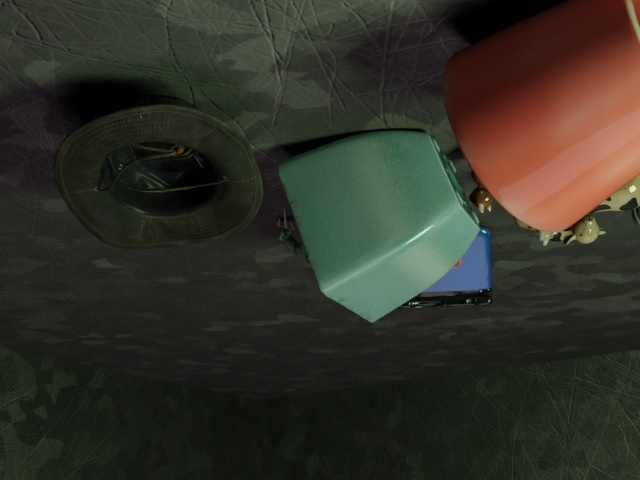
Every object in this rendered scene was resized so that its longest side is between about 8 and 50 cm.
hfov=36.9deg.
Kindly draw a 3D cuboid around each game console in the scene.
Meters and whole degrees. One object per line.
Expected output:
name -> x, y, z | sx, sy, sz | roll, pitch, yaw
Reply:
game console -> 0.231, 0.063, 2.133 | 0.293, 0.173, 0.250 | -2, 178, 8

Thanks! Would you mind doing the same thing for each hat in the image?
hat -> -0.244, -0.126, 1.456 | 0.331, 0.134, 0.331 | -5, 144, -4

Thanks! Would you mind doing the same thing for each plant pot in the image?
plant pot -> 0.332, -0.181, 1.193 | 0.275, 0.275, 0.243 | 14, 145, -42
plant pot -> 0.115, -0.045, 1.598 | 0.252, 0.248, 0.247 | -27, 155, 15

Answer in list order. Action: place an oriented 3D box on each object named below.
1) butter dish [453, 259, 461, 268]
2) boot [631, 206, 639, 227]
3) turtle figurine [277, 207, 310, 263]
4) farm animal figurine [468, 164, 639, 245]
butter dish -> 0.186, -0.026, 1.839 | 0.160, 0.160, 0.118 | -3, -175, 1
boot -> 0.596, -0.118, 1.545 | 0.076, 0.189, 0.208 | 30, 166, -2
turtle figurine -> 0.000, 0.000, 1.918 | 0.175, 0.118, 0.234 | -9, 167, 19
farm animal figurine -> 0.417, -0.075, 1.624 | 0.327, 0.172, 0.330 | -17, 157, 38
